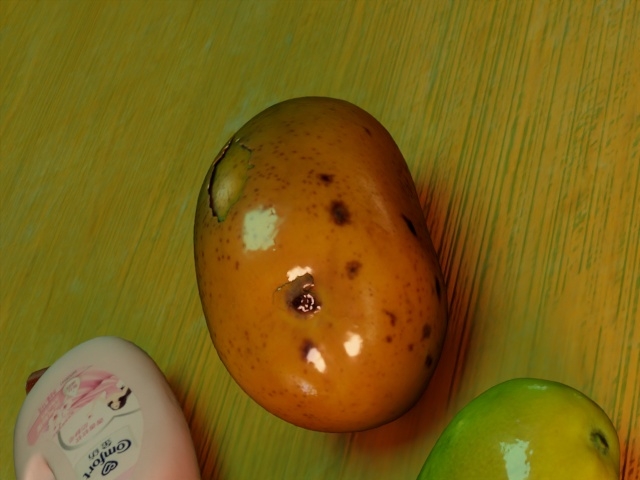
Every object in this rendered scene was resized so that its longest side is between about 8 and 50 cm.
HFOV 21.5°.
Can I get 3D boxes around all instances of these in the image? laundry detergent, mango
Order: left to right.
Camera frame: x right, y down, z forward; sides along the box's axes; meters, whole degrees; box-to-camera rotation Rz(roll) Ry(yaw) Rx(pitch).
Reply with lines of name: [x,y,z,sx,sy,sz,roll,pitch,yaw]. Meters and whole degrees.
laundry detergent: [-0.152,0.198,1.247,0.159,0.088,0.335,-50,29,9]
mango: [0.000,0.000,1.171,0.160,0.191,0.290,-28,31,23]
mango: [0.105,0.155,0.948,0.117,0.089,0.163,33,97,53]

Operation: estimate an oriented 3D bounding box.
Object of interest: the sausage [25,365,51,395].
sausage: [-0.209,0.118,1.475,0.129,0.034,0.034,-20,41,42]
